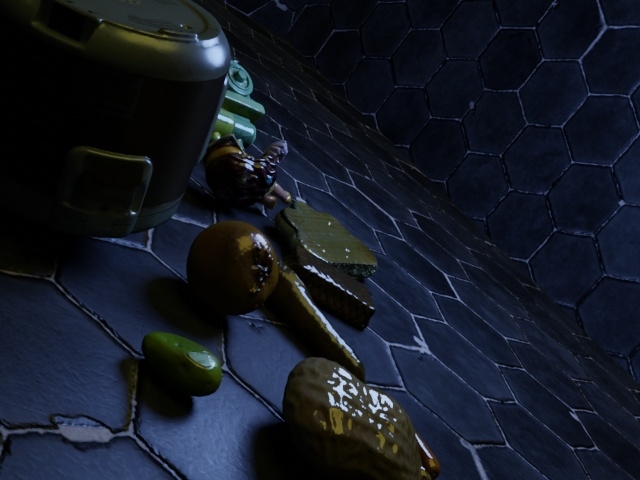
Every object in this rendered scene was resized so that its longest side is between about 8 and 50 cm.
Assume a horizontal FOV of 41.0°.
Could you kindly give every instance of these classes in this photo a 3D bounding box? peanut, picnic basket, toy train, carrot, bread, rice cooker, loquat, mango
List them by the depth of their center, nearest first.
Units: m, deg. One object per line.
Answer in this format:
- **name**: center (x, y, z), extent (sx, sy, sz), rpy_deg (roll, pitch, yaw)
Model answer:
- **mango**: center (-0.166, 0.146, 1.027), extent (0.108, 0.056, 0.073), rpy_deg (33, 11, -5)
- **peanut**: center (0.049, 0.251, 1.105), extent (0.233, 0.110, 0.197), rpy_deg (31, 17, -15)
- **rice cooker**: center (-0.301, -0.179, 1.145), extent (0.335, 0.325, 0.335), rpy_deg (20, 25, -10)
- **loquat**: center (-0.130, 0.043, 1.252), extent (0.141, 0.141, 0.141), rpy_deg (34, 17, -12)
- **carrot**: center (0.125, 0.290, 1.298), extent (0.037, 0.037, 0.190), rpy_deg (25, 17, -37)
- **carrot**: center (-0.034, 0.111, 1.392), extent (0.342, 0.070, 0.070), rpy_deg (46, 18, 19)
- **picnic basket**: center (0.019, 0.084, 1.588), extent (0.193, 0.055, 0.110), rpy_deg (34, 17, -21)
- **toy train**: center (-0.259, -0.283, 1.751), extent (0.368, 0.150, 0.237), rpy_deg (16, 50, -46)
- **bread**: center (0.000, 0.000, 1.768), extent (0.207, 0.056, 0.286), rpy_deg (49, 19, 27)

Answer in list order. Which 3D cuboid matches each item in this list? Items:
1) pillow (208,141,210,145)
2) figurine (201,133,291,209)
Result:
- **pillow**: center (-0.301, -0.280, 1.902), extent (0.241, 0.051, 0.093), rpy_deg (48, 23, 20)
- **figurine**: center (-0.140, -0.122, 1.666), extent (0.240, 0.174, 0.116), rpy_deg (17, 51, -66)
